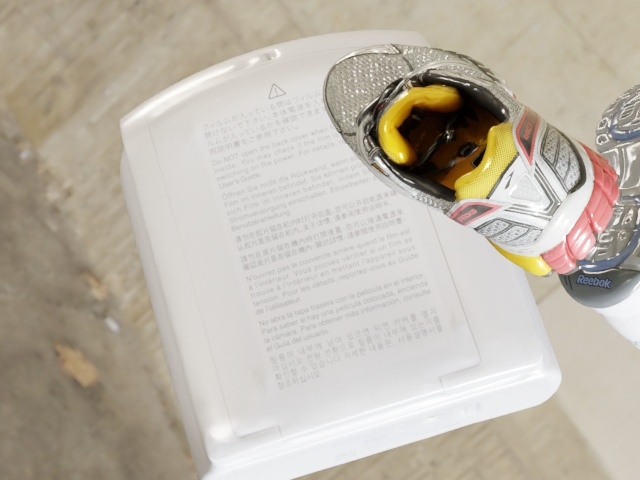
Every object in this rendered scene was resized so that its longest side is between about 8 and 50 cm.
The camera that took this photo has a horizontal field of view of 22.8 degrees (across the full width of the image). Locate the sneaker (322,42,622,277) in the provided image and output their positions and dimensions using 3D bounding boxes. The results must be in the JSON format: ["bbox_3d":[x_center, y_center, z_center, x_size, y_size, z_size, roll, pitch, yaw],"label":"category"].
[{"bbox_3d":[0.062,-0.063,0.832,0.093,0.088,0.225,30,3,-35],"label":"sneaker"}]

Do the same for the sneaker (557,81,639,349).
[{"bbox_3d":[0.274,-0.029,1.229,0.129,0.111,0.297,50,51,-27],"label":"sneaker"}]

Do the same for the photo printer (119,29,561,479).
[{"bbox_3d":[0.000,0.000,1.119,0.107,0.256,0.307,78,-6,-67],"label":"photo printer"}]
